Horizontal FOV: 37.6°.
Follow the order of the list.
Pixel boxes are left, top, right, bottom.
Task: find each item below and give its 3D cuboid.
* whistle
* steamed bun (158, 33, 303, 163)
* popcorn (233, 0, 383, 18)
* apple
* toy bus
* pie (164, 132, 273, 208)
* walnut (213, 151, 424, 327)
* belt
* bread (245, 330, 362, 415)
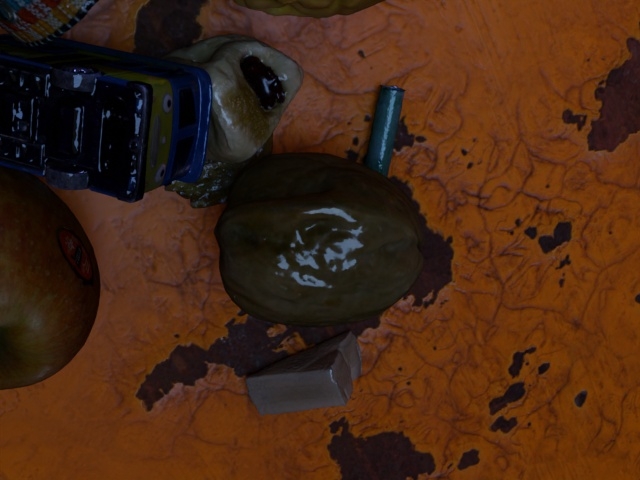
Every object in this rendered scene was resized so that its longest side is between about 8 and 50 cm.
[{"bbox_3d":[0.084,-0.122,1.316,0.039,0.039,0.186,5,107,-18],"label":"whistle"},{"bbox_3d":[-0.104,-0.191,1.184,0.155,0.172,0.141,-35,122,-22],"label":"steamed bun"},{"bbox_3d":[-0.034,-0.415,1.011,0.354,0.390,0.344,-8,132,-47],"label":"popcorn"},{"bbox_3d":[-0.407,0.054,1.121,0.277,0.250,0.309,-43,117,1],"label":"apple"},{"bbox_3d":[-0.285,-0.146,1.061,0.287,0.175,0.138,15,108,18],"label":"toy bus"},{"bbox_3d":[-0.129,-0.094,1.267,0.170,0.034,0.092,-28,123,-14],"label":"pie"},{"bbox_3d":[0.000,0.000,1.221,0.283,0.283,0.227,7,78,-18],"label":"walnut"},{"bbox_3d":[-0.301,-0.327,1.016,0.207,0.257,0.150,-36,128,14],"label":"belt"},{"bbox_3d":[-0.023,0.199,1.407,0.152,0.105,0.077,-8,115,21],"label":"bread"}]
